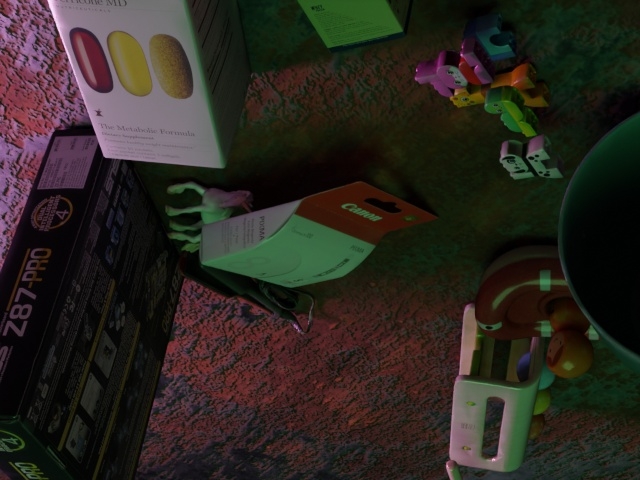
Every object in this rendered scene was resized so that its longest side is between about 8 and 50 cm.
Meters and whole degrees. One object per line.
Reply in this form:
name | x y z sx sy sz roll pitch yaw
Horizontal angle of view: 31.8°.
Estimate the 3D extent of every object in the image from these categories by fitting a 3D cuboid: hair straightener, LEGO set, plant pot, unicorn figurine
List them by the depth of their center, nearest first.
LEGO set | 0.163 -0.148 1.131 0.093 0.087 0.227 -8 148 32
plant pot | 0.405 0.032 1.152 0.293 0.293 0.235 -1 158 19
unicorn figurine | -0.139 -0.035 1.422 0.111 0.060 0.162 2 161 -2
hair straightener | -0.086 0.069 1.558 0.089 0.047 0.230 -21 135 40

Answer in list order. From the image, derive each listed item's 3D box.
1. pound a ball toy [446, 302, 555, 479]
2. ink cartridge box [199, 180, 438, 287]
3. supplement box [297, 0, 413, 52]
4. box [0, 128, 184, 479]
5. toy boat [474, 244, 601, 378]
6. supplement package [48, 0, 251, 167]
pound a ball toy | 0.253 0.261 1.590 0.136 0.208 0.319 6 145 9
ink cartridge box | 0.000 0.000 1.366 0.232 0.066 0.189 -9 163 33
supplement box | 0.032 -0.233 1.066 0.083 0.056 0.083 -8 142 28
box | -0.283 0.111 1.371 0.097 0.395 0.318 -1 145 15
toy boat | 0.305 0.099 1.384 0.231 0.151 0.151 2 145 15
supplement package | -0.161 -0.202 1.103 0.139 0.133 0.244 5 146 10
